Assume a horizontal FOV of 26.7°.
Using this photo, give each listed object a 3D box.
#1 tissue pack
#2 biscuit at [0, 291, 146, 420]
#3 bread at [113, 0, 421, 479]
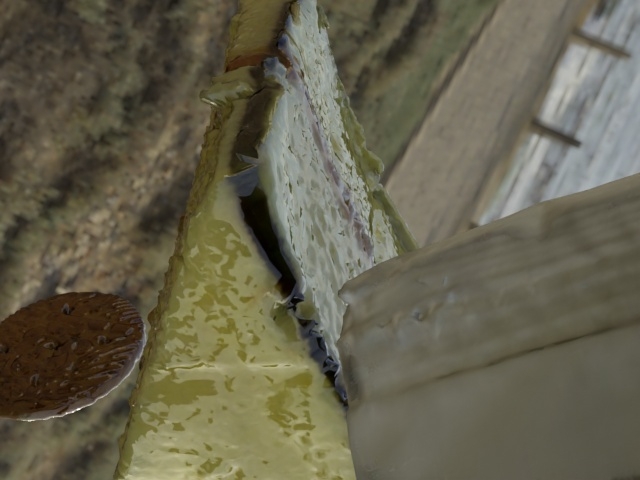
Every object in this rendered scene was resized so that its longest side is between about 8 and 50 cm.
[{"bbox_3d":[0.220,0.069,0.447,0.266,0.357,0.193,33,43,-59],"label":"tissue pack"},{"bbox_3d":[-0.270,0.112,1.376,0.188,0.188,0.027,-54,141,-41],"label":"biscuit"},{"bbox_3d":[0.000,0.000,0.780,0.263,0.199,0.236,-83,-178,-57],"label":"bread"}]
